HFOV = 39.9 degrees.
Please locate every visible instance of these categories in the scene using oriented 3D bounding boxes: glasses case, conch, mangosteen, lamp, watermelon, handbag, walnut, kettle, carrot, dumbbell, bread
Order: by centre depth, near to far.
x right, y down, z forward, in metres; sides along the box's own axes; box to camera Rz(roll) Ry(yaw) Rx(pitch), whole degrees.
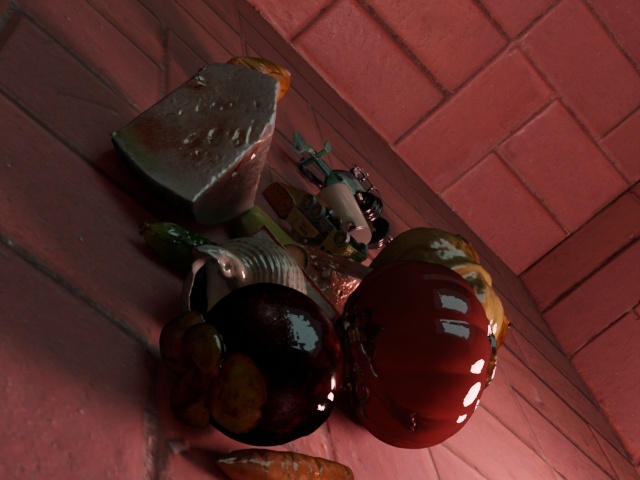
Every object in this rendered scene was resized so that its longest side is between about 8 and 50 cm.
[{"bbox_3d":[-0.073,0.147,1.034,0.210,0.210,0.210,45,15,-16],"label":"mangosteen"},{"bbox_3d":[-0.049,0.280,1.043,0.205,0.072,0.072,25,27,-39],"label":"carrot"},{"bbox_3d":[-0.117,0.071,1.195,0.200,0.172,0.131,32,-12,-27],"label":"conch"},{"bbox_3d":[-0.061,0.078,1.384,0.190,0.063,0.127,49,-29,-2],"label":"handbag"},{"bbox_3d":[0.145,0.180,1.411,0.257,0.303,0.303,4,32,-15],"label":"lamp"},{"bbox_3d":[-0.167,-0.172,1.419,0.228,0.258,0.387,46,15,1],"label":"watermelon"},{"bbox_3d":[0.000,0.084,1.599,0.256,0.140,0.193,32,13,-28],"label":"watermelon"},{"bbox_3d":[0.214,0.129,1.768,0.253,0.277,0.282,36,30,-26],"label":"walnut"},{"bbox_3d":[-0.045,-0.081,1.960,0.075,0.049,0.218,54,15,17],"label":"glasses case"},{"bbox_3d":[0.051,-0.042,2.097,0.098,0.127,0.148,-3,49,-31],"label":"kettle"},{"bbox_3d":[-0.171,-0.373,2.131,0.119,0.152,0.288,44,14,1],"label":"bread"},{"bbox_3d":[0.119,-0.049,2.215,0.099,0.099,0.208,-115,-178,-46],"label":"dumbbell"}]

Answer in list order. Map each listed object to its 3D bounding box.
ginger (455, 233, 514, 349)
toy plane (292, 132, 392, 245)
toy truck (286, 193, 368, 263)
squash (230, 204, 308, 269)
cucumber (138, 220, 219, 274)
[{"bbox_3d":[0.391,0.161,2.387,0.254,0.176,0.418,46,19,-26],"label":"ginger"},{"bbox_3d":[0.053,-0.146,2.327,0.382,0.106,0.155,50,26,-19],"label":"toy plane"},{"bbox_3d":[0.000,0.000,1.770,0.085,0.116,0.191,30,15,-51],"label":"toy truck"},{"bbox_3d":[-0.107,-0.018,1.545,0.094,0.094,0.224,33,16,-46],"label":"squash"},{"bbox_3d":[-0.176,0.027,1.285,0.227,0.069,0.069,33,22,-43],"label":"cucumber"}]
